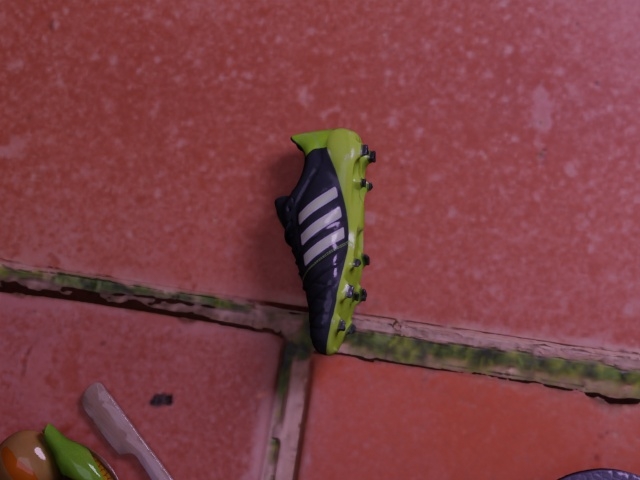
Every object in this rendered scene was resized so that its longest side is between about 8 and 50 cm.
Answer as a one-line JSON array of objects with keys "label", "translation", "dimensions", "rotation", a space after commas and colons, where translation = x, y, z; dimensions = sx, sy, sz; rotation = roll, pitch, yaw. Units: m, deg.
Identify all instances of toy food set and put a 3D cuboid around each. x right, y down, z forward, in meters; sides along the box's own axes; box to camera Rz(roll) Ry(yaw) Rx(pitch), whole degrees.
[{"label": "toy food set", "translation": [-0.217, 0.216, 0.858], "dimensions": [0.192, 0.038, 0.132], "rotation": [-41, 82, 2]}]

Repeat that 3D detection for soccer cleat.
[{"label": "soccer cleat", "translation": [0.000, 0.000, 0.846], "dimensions": [0.072, 0.060, 0.179], "rotation": [2, 79, 17]}]

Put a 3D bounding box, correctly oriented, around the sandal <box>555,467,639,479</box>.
[{"label": "sandal", "translation": [0.154, 0.258, 0.810], "dimensions": [0.254, 0.054, 0.097], "rotation": [-42, 74, 11]}]
